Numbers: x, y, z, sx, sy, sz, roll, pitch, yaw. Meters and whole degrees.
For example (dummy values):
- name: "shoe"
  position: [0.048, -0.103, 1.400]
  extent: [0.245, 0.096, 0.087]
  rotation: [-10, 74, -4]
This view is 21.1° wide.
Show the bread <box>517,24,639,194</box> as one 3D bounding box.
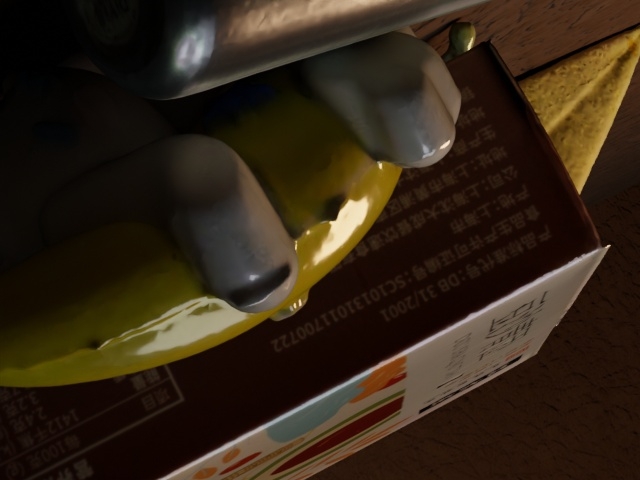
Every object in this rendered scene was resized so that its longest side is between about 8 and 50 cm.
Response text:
- name: "bread"
  position: [0.188, -0.049, 1.452]
  extent: [0.264, 0.163, 0.167]
  rotation: [-26, 172, -22]

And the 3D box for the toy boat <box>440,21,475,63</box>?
- name: "toy boat"
  position: [0.064, -0.058, 1.187]
  extent: [0.108, 0.099, 0.293]
  rotation: [0, 169, -10]

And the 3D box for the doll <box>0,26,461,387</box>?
- name: "doll"
  position: [-0.073, -0.025, 0.683]
  extent: [0.237, 0.111, 0.252]
  rotation: [-38, -149, -15]

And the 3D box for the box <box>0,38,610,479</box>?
- name: "box"
  position: [-0.056, 0.076, 0.955]
  extent: [0.385, 0.122, 0.344]
  rotation: [-27, 168, -4]

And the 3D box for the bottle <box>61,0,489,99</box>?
- name: "bottle"
  position: [0.027, -0.122, 0.616]
  extent: [0.253, 0.079, 0.096]
  rotation: [-21, 141, -38]
